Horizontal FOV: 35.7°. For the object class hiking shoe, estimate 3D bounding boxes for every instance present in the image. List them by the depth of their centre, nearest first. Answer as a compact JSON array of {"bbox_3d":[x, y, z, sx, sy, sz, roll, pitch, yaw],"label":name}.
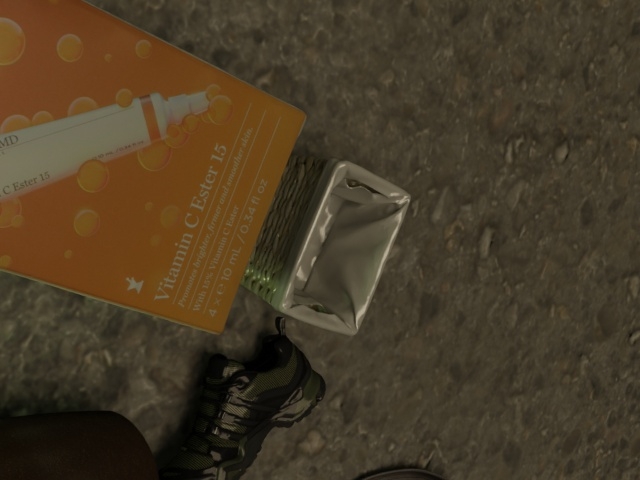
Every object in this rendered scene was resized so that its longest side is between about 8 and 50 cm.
[{"bbox_3d":[-0.104,0.179,1.048,0.227,0.086,0.114,-39,109,-29],"label":"hiking shoe"}]

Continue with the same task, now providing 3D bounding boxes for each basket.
[{"bbox_3d":[0.000,0.000,1.049,0.113,0.103,0.167,23,89,-38],"label":"basket"}]

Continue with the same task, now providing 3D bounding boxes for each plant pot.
[{"bbox_3d":[-0.264,0.241,0.876,0.230,0.215,0.216,-22,115,-46],"label":"plant pot"}]

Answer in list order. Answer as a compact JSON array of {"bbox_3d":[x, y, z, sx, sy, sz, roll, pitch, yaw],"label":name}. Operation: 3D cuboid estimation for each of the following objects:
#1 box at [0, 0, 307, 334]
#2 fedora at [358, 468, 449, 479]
[{"bbox_3d":[-0.218,-0.082,0.825,0.345,0.168,0.215,21,90,-38],"label":"box"},{"bbox_3d":[0.118,0.418,1.237,0.275,0.124,0.244,22,89,-38],"label":"fedora"}]
